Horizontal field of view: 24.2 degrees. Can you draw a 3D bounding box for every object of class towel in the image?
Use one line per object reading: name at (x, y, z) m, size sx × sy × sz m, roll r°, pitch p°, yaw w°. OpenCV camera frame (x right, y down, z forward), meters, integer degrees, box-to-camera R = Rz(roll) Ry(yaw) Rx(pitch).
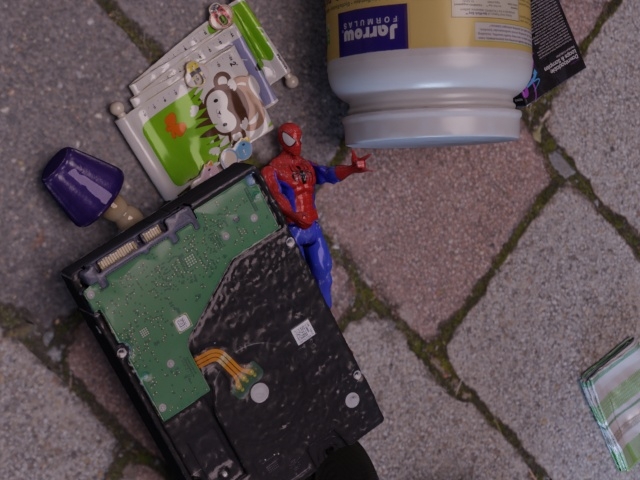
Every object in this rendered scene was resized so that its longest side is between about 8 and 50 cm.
towel at (0.418, 0.222, 2.017) m, size 0.113 × 0.023 × 0.152 m, roll -33°, pitch 106°, yaw -26°

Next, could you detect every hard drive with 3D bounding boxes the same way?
hard drive at (-0.100, 0.117, 1.610) m, size 0.237 × 0.064 × 0.339 m, roll -34°, pitch 111°, yaw -20°

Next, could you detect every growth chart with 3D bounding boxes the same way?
growth chart at (-0.127, -0.158, 1.699) m, size 0.237 × 0.021 × 0.172 m, roll -49°, pitch 113°, yaw -22°

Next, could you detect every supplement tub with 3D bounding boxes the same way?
supplement tub at (0.123, -0.278, 1.723) m, size 0.241 × 0.241 × 0.331 m, roll -2°, pitch 90°, yaw -31°

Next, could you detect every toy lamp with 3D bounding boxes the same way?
toy lamp at (-0.185, -0.002, 1.629) m, size 0.274 × 0.080 × 0.080 m, roll 40°, pitch 70°, yaw -24°

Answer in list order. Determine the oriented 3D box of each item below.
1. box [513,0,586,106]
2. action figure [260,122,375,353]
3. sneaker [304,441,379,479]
box at (0.269, -0.269, 1.933) m, size 0.116 × 0.029 × 0.162 m, roll -32°, pitch 104°, yaw -27°
action figure at (0.000, 0.000, 1.710) m, size 0.091 × 0.139 × 0.280 m, roll -11°, pitch 92°, yaw -32°
sneaker at (0.002, 0.454, 1.708) m, size 0.169 × 0.257 × 0.448 m, roll -5°, pitch 61°, yaw 1°
